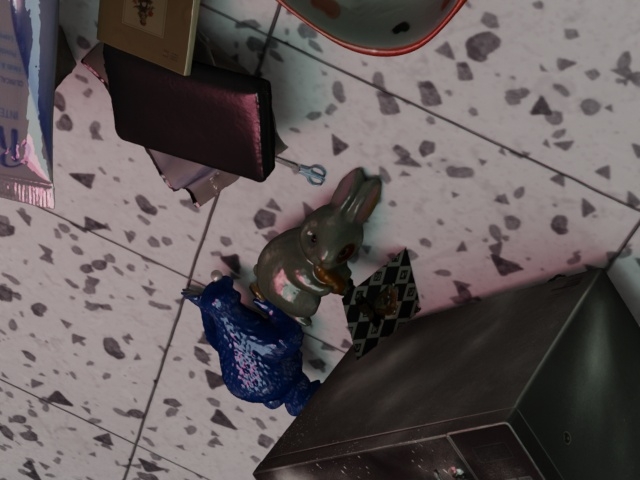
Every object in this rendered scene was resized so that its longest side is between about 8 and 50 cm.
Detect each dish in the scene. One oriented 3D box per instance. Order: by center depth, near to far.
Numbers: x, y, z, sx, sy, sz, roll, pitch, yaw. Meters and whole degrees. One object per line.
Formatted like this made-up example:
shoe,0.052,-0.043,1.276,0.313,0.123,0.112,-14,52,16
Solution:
dish,0.056,-0.327,1.399,0.256,0.117,0.256,14,136,13

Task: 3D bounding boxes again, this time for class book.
book,-0.196,-0.303,1.565,0.138,0.016,0.198,25,123,22

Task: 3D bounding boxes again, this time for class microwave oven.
microwave oven,0.193,0.251,1.731,0.432,0.374,0.236,-19,112,44

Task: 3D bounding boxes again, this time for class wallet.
wallet,-0.164,-0.162,1.654,0.250,0.044,0.149,17,130,26

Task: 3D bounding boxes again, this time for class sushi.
sushi,0.075,0.081,1.816,0.026,0.126,0.120,29,145,41

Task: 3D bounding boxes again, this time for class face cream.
face cream,-0.405,-0.259,1.599,0.235,0.137,0.420,13,112,17

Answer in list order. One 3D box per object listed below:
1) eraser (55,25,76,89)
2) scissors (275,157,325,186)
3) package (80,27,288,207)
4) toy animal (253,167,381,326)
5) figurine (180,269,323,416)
eraser,-0.502,-0.223,1.772,0.343,0.144,0.078,5,132,24
scissors,-0.033,-0.095,1.763,0.083,0.006,0.036,22,140,5
package,-0.174,-0.179,1.721,0.204,0.062,0.251,-31,101,44
toy animal,-0.004,0.009,1.778,0.138,0.108,0.236,26,138,2
figurine,-0.102,0.157,1.968,0.164,0.120,0.262,-19,120,43
